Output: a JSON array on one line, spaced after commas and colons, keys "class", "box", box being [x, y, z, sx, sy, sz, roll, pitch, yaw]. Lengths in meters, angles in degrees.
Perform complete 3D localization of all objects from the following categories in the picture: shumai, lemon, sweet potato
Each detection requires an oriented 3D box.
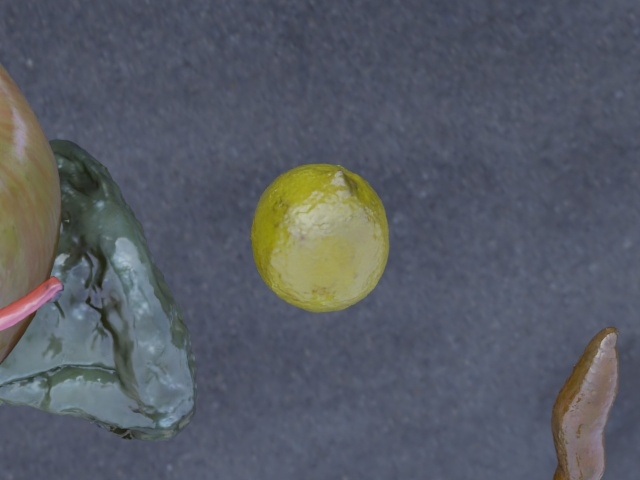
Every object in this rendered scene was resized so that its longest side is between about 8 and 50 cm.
[{"class": "shumai", "box": [-0.332, 0.089, 1.601, 0.323, 0.397, 0.324, -22, 116, -22]}, {"class": "lemon", "box": [0.000, 0.000, 1.216, 0.109, 0.109, 0.133, -8, 125, -17]}, {"class": "sweet potato", "box": [0.163, 0.134, 0.981, 0.044, 0.044, 0.179, -2, 112, -22]}]

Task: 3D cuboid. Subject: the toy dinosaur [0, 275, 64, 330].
[{"class": "toy dinosaur", "box": [-0.300, 0.030, 0.873, 0.286, 0.139, 0.070, -16, 131, -38]}]

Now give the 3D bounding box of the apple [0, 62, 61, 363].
[{"class": "apple", "box": [-0.389, -0.021, 1.153, 0.346, 0.391, 0.391, -34, 136, 29]}]
